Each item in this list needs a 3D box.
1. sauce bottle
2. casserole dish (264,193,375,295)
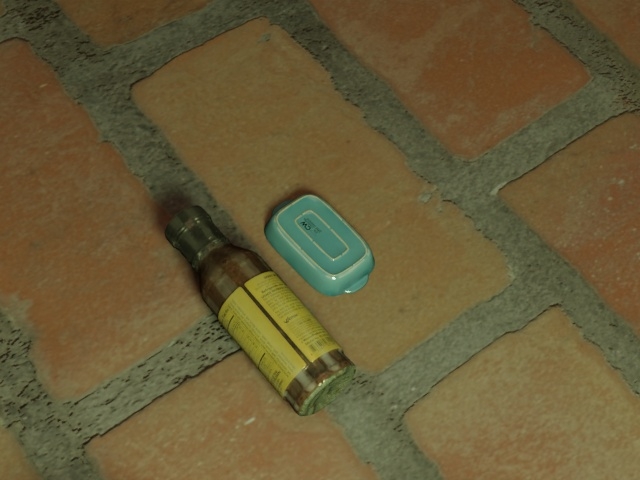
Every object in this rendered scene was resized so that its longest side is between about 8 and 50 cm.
[{"bbox_3d":[-0.092,0.089,1.849,0.111,0.111,0.344,-31,67,-23],"label":"sauce bottle"},{"bbox_3d":[0.000,0.000,1.961,0.114,0.037,0.188,-34,67,-25],"label":"casserole dish"}]
